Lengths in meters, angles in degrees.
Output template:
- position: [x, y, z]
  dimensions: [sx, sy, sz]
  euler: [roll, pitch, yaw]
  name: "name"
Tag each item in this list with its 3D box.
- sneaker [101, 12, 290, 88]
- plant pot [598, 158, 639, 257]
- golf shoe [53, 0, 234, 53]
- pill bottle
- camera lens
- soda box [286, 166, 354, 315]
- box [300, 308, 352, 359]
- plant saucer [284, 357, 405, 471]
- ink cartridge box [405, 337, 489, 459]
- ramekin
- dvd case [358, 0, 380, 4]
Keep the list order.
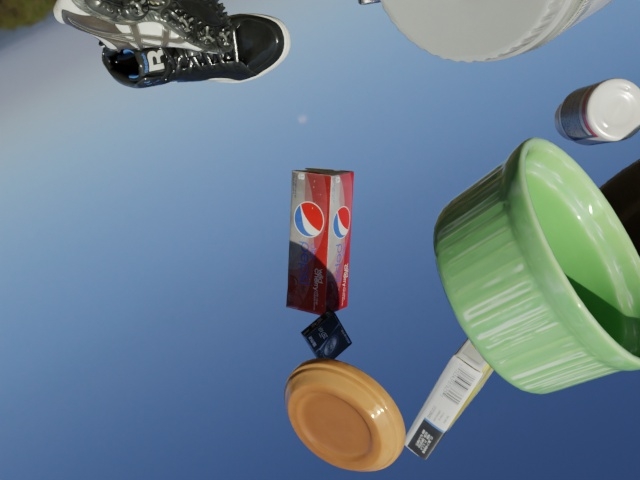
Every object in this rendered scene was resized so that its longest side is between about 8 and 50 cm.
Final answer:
- position: [-0.151, -0.209, 0.984]
  dimensions: [0.217, 0.079, 0.121]
  euler: [-2, -162, 24]
  name: "sneaker"
- position: [0.618, 0.043, 1.387]
  dimensions: [0.334, 0.305, 0.334]
  euler: [-37, -165, 12]
  name: "plant pot"
- position: [-0.176, -0.229, 0.870]
  dimensions: [0.094, 0.077, 0.198]
  euler: [-14, 165, 38]
  name: "golf shoe"
- position: [0.488, -0.224, 1.522]
  dimensions: [0.108, 0.108, 0.180]
  euler: [-27, -174, -6]
  name: "pill bottle"
- position: [0.203, -0.313, 0.881]
  dimensions: [0.219, 0.219, 0.274]
  euler: [-8, -161, 40]
  name: "camera lens"
- position: [0.000, 0.000, 1.580]
  dimensions: [0.092, 0.263, 0.083]
  euler: [11, -165, 31]
  name: "soda box"
- position: [0.011, 0.168, 1.473]
  dimensions: [0.067, 0.083, 0.018]
  euler: [-39, -143, -15]
  name: "box"
- position: [0.028, 0.264, 1.255]
  dimensions: [0.200, 0.200, 0.037]
  euler: [-9, -157, 37]
  name: "plant saucer"
- position: [0.291, 0.217, 1.565]
  dimensions: [0.072, 0.304, 0.307]
  euler: [36, -130, 18]
  name: "ink cartridge box"
- position: [0.275, 0.039, 1.055]
  dimensions: [0.148, 0.303, 0.303]
  euler: [-32, -166, 32]
  name: "ramekin"
- position: [0.157, -0.417, 1.118]
  dimensions: [0.238, 0.179, 0.029]
  euler: [-10, -157, -5]
  name: "dvd case"
